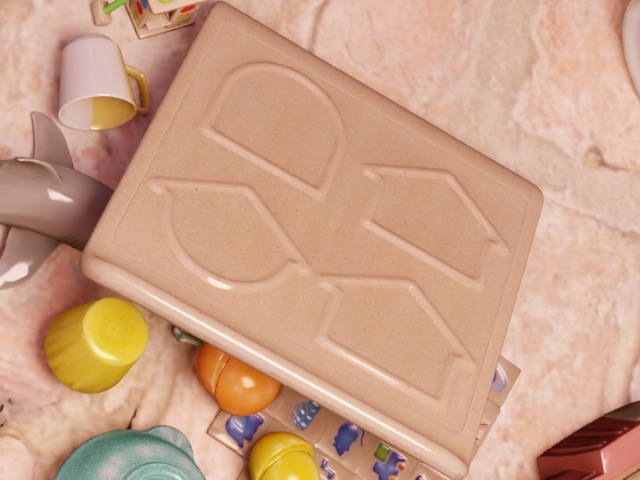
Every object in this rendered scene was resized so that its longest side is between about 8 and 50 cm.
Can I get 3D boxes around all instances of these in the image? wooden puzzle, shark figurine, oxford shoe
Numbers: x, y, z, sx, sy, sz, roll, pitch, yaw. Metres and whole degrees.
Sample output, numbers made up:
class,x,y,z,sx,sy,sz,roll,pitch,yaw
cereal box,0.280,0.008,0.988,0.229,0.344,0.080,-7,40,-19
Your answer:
class,x,y,z,sx,sy,sz,roll,pitch,yaw
wooden puzzle,0.000,0.000,1.350,0.322,0.080,0.348,30,43,-9
shark figurine,-0.252,-0.024,1.288,0.278,0.116,0.166,-12,78,-23
oxford shoe,0.172,0.258,1.349,0.348,0.123,0.130,-30,95,-21

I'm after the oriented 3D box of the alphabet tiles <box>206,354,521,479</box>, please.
class,x,y,z,sx,sy,sz,roll,pitch,yaw
alphabet tiles,0.030,0.145,1.391,0.198,0.009,0.237,35,67,-7

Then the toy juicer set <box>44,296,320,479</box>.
class,x,y,z,sx,sy,sz,roll,pitch,yaw
toy juicer set,-0.102,0.209,1.290,0.209,0.089,0.329,8,69,-28

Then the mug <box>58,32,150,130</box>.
class,x,y,z,sx,sy,sz,roll,pitch,yaw
mug,-0.178,-0.126,1.378,0.062,0.078,0.064,-14,68,11

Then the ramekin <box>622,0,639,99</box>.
class,x,y,z,sx,sy,sz,roll,pitch,yaw
ramekin,0.350,-0.157,1.484,0.109,0.207,0.207,-27,85,-14

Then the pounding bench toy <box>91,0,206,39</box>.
class,x,y,z,sx,sy,sz,roll,pitch,yaw
pounding bench toy,-0.140,-0.200,1.399,0.083,0.065,0.052,-19,82,-22
